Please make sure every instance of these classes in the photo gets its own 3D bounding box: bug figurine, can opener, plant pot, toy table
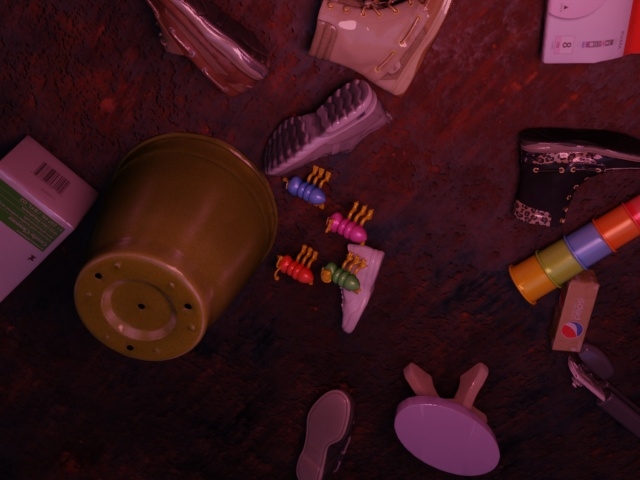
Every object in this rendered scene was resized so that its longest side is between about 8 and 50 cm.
[{"bbox_3d":[0.000,0.000,1.371,0.216,0.072,0.279,24,124,25],"label":"bug figurine"},{"bbox_3d":[0.659,0.345,1.520,0.280,0.074,0.093,42,117,-18],"label":"can opener"},{"bbox_3d":[-0.292,0.030,1.293,0.366,0.353,0.367,4,122,6],"label":"plant pot"},{"bbox_3d":[0.291,0.403,1.557,0.252,0.161,0.274,-33,113,24],"label":"toy table"}]

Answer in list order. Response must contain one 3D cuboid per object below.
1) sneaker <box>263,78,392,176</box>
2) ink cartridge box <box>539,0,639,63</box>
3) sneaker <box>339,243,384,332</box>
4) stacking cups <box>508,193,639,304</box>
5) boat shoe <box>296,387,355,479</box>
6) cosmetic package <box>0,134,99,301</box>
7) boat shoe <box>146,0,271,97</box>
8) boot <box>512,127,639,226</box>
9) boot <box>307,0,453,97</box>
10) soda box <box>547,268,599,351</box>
[{"bbox_3d":[0.008,-0.184,1.265,0.281,0.105,0.115,-24,143,34],"label":"sneaker"},{"bbox_3d":[0.488,-0.390,1.102,0.232,0.066,0.189,3,122,11],"label":"ink cartridge box"},{"bbox_3d":[0.067,0.099,1.460,0.094,0.080,0.212,21,116,9],"label":"sneaker"},{"bbox_3d":[0.531,0.014,1.322,0.316,0.096,0.096,-33,112,24],"label":"stacking cups"},{"bbox_3d":[0.024,0.489,1.701,0.112,0.095,0.335,36,123,28],"label":"boat shoe"},{"bbox_3d":[-0.669,-0.023,1.431,0.197,0.155,0.365,41,117,-20],"label":"cosmetic package"},{"bbox_3d":[-0.236,-0.375,1.175,0.324,0.123,0.116,42,120,-16],"label":"boat shoe"},{"bbox_3d":[0.480,-0.112,1.258,0.236,0.085,0.179,8,125,11],"label":"boot"},{"bbox_3d":[0.103,-0.391,1.131,0.203,0.095,0.262,22,128,-5],"label":"boot"},{"bbox_3d":[0.533,0.148,1.425,0.061,0.058,0.181,5,123,5],"label":"soda box"}]
